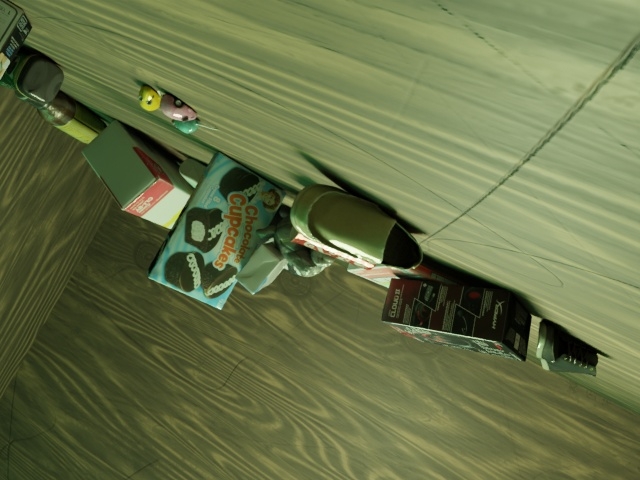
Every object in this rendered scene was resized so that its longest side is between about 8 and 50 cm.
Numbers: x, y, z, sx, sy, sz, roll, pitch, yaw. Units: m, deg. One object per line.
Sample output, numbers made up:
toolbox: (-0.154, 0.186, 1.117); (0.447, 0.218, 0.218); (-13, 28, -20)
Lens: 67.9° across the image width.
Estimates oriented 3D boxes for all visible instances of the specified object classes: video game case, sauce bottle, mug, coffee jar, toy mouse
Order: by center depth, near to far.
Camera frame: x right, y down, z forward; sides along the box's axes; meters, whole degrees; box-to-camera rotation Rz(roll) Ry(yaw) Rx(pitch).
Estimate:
toy mouse: (-0.246, -0.214, 0.813); (0.143, 0.031, 0.161); (29, 175, -16)
mug: (0.042, -0.013, 0.916); (0.170, 0.113, 0.150); (25, 178, -13)
coffee jar: (-0.655, -0.371, 1.053); (0.185, 0.096, 0.079); (26, 178, 28)
video game case: (0.234, 0.103, 1.137); (0.285, 0.025, 0.204); (23, 163, -25)
sauce bottle: (-0.842, -0.421, 1.562); (0.112, 0.111, 0.344); (27, 174, 12)

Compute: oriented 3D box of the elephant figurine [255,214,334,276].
elephant figurine: (0.000, 0.000, 1.147); (0.186, 0.169, 0.239); (56, -164, 7)

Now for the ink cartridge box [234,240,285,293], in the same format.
ink cartridge box: (-0.130, 0.059, 1.148); (0.060, 0.104, 0.180); (40, -173, 3)

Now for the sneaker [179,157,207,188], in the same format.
sneaker: (-0.311, -0.155, 1.473); (0.256, 0.094, 0.151); (36, 175, 30)

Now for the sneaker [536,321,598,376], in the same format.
sneaker: (0.566, 0.247, 1.087); (0.118, 0.083, 0.222); (2, 154, 33)

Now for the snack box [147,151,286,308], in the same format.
snack box: (-0.239, -0.021, 1.113); (0.187, 0.321, 0.060); (30, 178, -26)

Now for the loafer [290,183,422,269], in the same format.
loafer: (0.073, -0.018, 0.783); (0.269, 0.101, 0.092); (19, 180, -35)

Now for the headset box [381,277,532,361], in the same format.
headset box: (0.294, 0.175, 1.068); (0.294, 0.110, 0.218); (3, 161, 37)

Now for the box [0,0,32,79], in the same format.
box: (-0.591, -0.259, 0.703); (0.169, 0.289, 0.087); (29, 175, -24)

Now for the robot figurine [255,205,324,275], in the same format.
robot figurine: (-0.096, 0.003, 1.496); (0.278, 0.173, 0.209); (27, 175, 15)

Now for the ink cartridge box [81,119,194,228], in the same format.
ink cartridge box: (-0.573, -0.197, 1.635); (0.279, 0.160, 0.385); (49, -177, 18)
